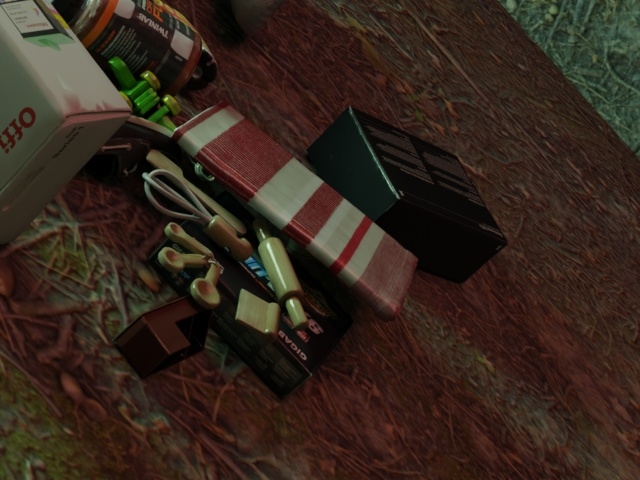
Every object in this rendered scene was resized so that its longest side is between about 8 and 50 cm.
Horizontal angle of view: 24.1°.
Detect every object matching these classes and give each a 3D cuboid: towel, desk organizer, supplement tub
[{"bbox_3d":[-0.025,-0.039,1.802,0.329,0.037,0.237,40,15,-1],"label":"towel"},{"bbox_3d":[-0.150,0.094,1.525,0.050,0.047,0.130,52,25,8],"label":"desk organizer"},{"bbox_3d":[-0.248,-0.258,1.835,0.198,0.106,0.106,31,28,-31],"label":"supplement tub"}]

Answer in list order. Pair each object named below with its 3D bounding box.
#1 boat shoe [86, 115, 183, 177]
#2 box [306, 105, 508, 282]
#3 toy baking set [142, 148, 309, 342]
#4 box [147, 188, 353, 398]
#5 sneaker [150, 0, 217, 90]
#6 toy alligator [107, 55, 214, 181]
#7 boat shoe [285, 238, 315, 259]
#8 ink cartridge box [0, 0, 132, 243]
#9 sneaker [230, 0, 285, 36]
[{"bbox_3d":[-0.237,-0.106,1.684,0.233,0.084,0.079,17,75,-59],"label":"boat shoe"},{"bbox_3d":[0.126,-0.062,2.146,0.261,0.103,0.184,20,32,-46],"label":"box"},{"bbox_3d":[-0.105,0.000,1.635,0.196,0.030,0.256,25,32,-39],"label":"toy baking set"},{"bbox_3d":[-0.075,0.056,1.698,0.220,0.051,0.175,46,24,-1],"label":"box"},{"bbox_3d":[-0.224,-0.282,1.962,0.208,0.081,0.094,43,16,-23],"label":"sneaker"},{"bbox_3d":[-0.197,-0.142,1.817,0.190,0.056,0.051,51,-20,-7],"label":"toy alligator"},{"bbox_3d":[0.000,0.000,1.915,0.050,0.045,0.135,49,25,24],"label":"boat shoe"},{"bbox_3d":[-0.341,-0.155,1.406,0.278,0.201,0.117,52,25,12],"label":"ink cartridge box"},{"bbox_3d":[-0.135,-0.445,2.282,0.210,0.137,0.366,39,20,-14],"label":"sneaker"}]
